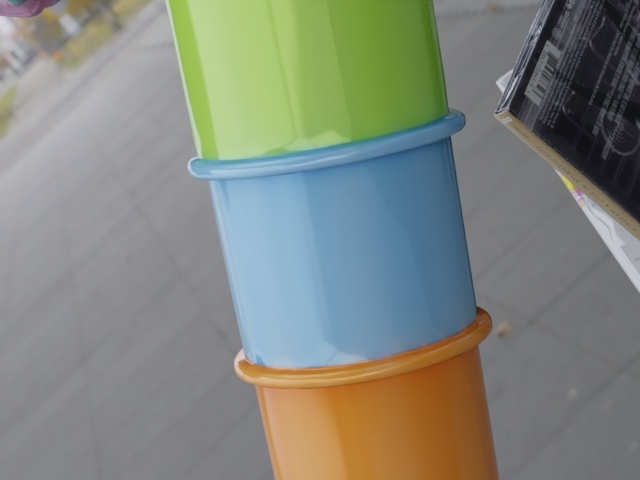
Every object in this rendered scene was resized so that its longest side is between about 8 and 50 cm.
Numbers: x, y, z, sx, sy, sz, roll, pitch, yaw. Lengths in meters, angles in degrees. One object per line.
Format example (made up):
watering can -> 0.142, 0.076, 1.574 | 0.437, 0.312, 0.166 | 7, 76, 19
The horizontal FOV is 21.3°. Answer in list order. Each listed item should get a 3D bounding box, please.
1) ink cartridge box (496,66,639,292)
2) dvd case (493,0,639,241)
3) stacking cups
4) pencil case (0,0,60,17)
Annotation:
ink cartridge box -> 0.225, -0.042, 1.175 | 0.093, 0.212, 0.154 | -34, -10, 11
dvd case -> 0.211, -0.073, 1.028 | 0.018, 0.221, 0.164 | -21, 37, 53
stacking cups -> 0.000, 0.000, 0.513 | 0.096, 0.316, 0.096 | -7, 11, 1
pencil case -> -0.272, -0.166, 0.978 | 0.284, 0.124, 0.124 | -9, 25, 23
